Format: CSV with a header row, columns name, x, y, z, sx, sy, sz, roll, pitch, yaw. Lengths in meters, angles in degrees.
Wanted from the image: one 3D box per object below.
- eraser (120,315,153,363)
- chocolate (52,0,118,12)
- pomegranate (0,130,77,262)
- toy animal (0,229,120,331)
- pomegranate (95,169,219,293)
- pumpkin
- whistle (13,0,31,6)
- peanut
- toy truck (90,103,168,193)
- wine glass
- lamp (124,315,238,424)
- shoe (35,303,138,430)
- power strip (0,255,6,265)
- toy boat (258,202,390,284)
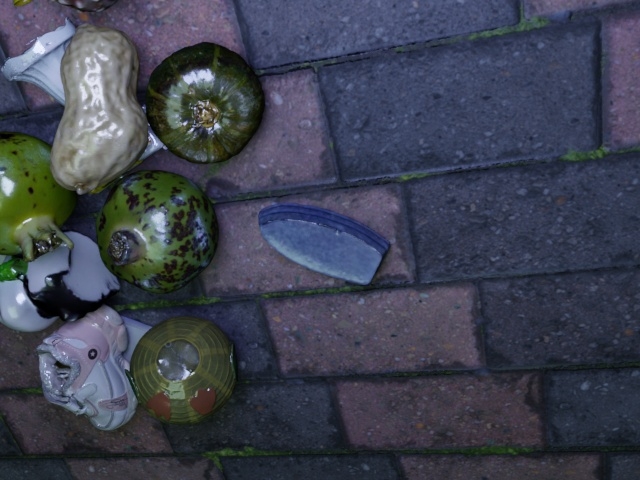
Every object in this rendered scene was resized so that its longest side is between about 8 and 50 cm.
name,x,y,z,sx,sy,sz,roll,pitch,yaw
eraser,-0.469,0.266,1.572,0.104,0.023,0.150,19,121,3
chocolate,-0.424,-0.529,1.021,0.210,0.225,0.340,-33,105,33
pomegranate,-0.613,-0.079,1.254,0.341,0.261,0.260,40,124,27
toy animal,-0.623,0.092,1.406,0.267,0.212,0.212,-16,114,12
pomegranate,-0.334,-0.015,1.254,0.255,0.270,0.254,3,101,16
pumpkin,-0.214,-0.253,1.160,0.224,0.157,0.223,-5,123,-7
whistle,-0.572,-0.500,1.164,0.057,0.046,0.109,-9,111,32
peanut,-0.380,-0.224,1.102,0.159,0.143,0.291,8,97,-17
toy truck,-0.399,-0.180,1.261,0.227,0.114,0.098,-28,109,23
wine glass,-0.479,-0.299,1.197,0.165,0.164,0.196,-27,118,23
lamp,-0.317,0.304,1.456,0.250,0.250,0.284,19,159,1
shoe,-0.577,0.332,1.513,0.172,0.198,0.350,8,115,28
power strip,-0.821,0.003,1.494,0.192,0.035,0.081,40,118,-10
toy boat,0.000,0.000,1.302,0.283,0.078,0.127,20,124,-1
